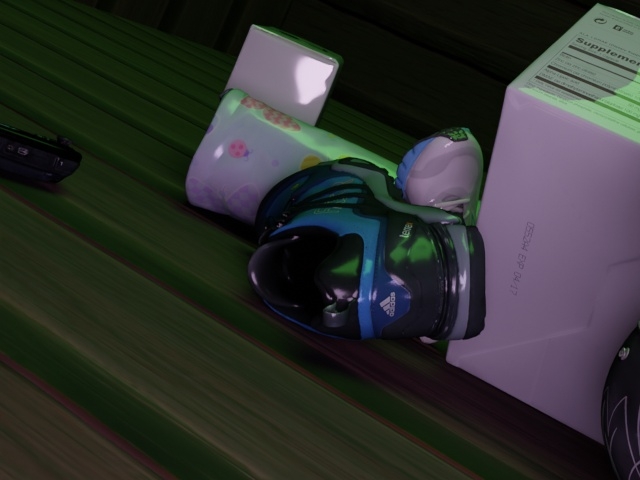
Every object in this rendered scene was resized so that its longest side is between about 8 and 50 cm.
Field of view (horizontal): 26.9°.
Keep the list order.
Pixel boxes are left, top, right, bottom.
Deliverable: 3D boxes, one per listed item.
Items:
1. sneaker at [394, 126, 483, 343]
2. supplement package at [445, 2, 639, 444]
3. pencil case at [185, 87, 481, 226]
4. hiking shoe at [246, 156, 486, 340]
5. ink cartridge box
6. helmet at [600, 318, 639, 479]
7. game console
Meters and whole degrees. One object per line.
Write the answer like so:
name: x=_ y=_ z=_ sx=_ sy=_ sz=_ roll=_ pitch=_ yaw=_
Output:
sneaker: x=0.097 y=0.001 z=1.036 sx=0.071 sy=0.191 sz=0.083 roll=-10 pitch=43 yaw=-20
supplement package: x=0.229 y=0.003 z=0.959 sx=0.204 sy=0.262 sz=0.145 roll=27 pitch=46 yaw=21
pencil case: x=0.012 y=-0.034 z=1.212 sx=0.273 sy=0.113 sz=0.124 roll=24 pitch=-11 yaw=7
hiking shoe: x=0.000 y=0.000 z=0.989 sx=0.132 sy=0.113 sz=0.304 roll=-3 pitch=9 yaw=-24
ink cartridge box: x=-0.052 y=-0.133 z=1.424 sx=0.100 sy=0.172 sz=0.237 roll=23 pitch=9 yaw=-1
helmet: x=0.252 y=0.114 z=0.796 sx=0.169 sy=0.161 sz=0.169 roll=-21 pitch=90 yaw=-82
game console: x=-0.356 y=-0.121 z=0.996 sx=0.361 sy=0.044 sz=0.213 roll=19 pitch=10 yaw=-28
